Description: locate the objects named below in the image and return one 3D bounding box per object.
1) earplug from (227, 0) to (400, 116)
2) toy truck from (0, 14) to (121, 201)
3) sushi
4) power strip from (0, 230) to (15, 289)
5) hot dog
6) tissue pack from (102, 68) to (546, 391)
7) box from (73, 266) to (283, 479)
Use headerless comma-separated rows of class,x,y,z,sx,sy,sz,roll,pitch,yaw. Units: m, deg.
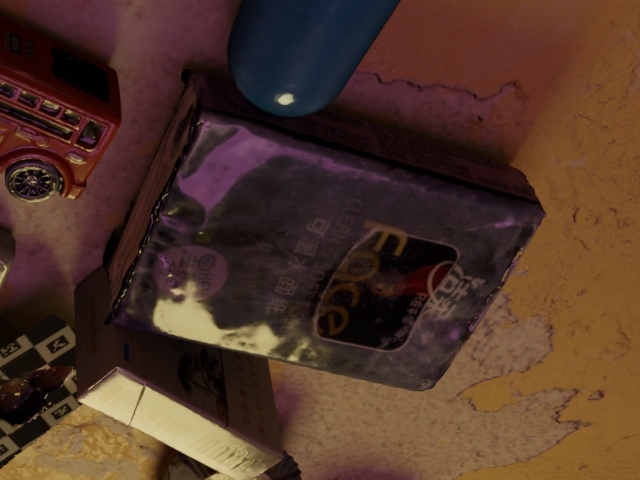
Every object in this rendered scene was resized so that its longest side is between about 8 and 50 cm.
earplug,0.009,-0.212,0.869,0.133,0.132,0.273,13,132,-22
toy truck,-0.291,-0.131,0.888,0.253,0.107,0.114,24,123,-31
sushi,-0.332,0.156,1.159,0.210,0.040,0.192,-37,150,-4
power strip,-0.395,0.076,1.098,0.118,0.046,0.270,16,127,-25
hot dog,-0.124,0.309,1.352,0.163,0.081,0.270,16,136,-12
tissue pack,0.000,0.000,1.063,0.361,0.122,0.259,16,124,-22
box,-0.145,0.137,1.138,0.067,0.149,0.233,-39,128,19
